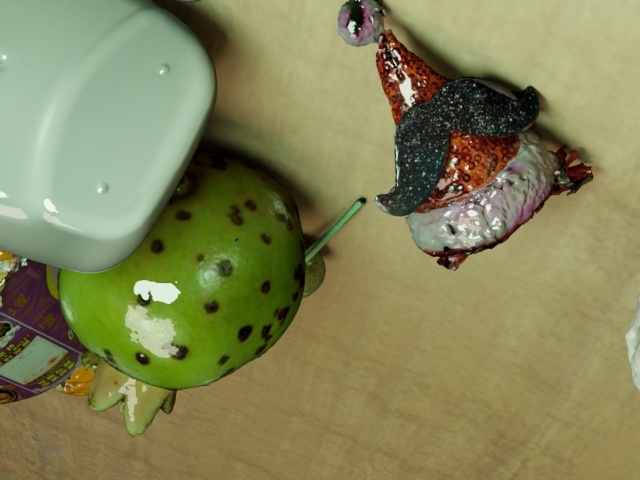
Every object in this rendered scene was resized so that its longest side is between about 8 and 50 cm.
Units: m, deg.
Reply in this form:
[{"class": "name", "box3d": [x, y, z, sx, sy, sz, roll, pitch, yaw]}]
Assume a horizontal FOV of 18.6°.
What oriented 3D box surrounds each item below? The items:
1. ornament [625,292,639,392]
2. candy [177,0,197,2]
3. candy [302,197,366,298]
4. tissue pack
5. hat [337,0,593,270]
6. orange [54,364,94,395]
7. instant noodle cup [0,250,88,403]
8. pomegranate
[{"class": "ornament", "box3d": [0.346, 0.067, 1.308, 0.259, 0.259, 0.225, 30, 139, -15]}, {"class": "candy", "box3d": [-0.159, -0.245, 1.393, 0.094, 0.051, 0.226, 15, 158, 51]}, {"class": "candy", "box3d": [0.000, 0.000, 1.814, 0.061, 0.061, 0.202, 28, 151, -9]}, {"class": "tissue pack", "box3d": [-0.261, -0.122, 1.534, 0.333, 0.229, 0.236, 28, 167, -10]}, {"class": "hat", "box3d": [0.091, -0.093, 1.437, 0.140, 0.129, 0.227, -29, 116, 13]}, {"class": "orange", "box3d": [-0.268, 0.093, 2.169, 0.178, 0.155, 0.177, 34, 163, 12]}, {"class": "instant noodle cup", "box3d": [-0.356, 0.010, 1.857, 0.340, 0.339, 0.266, 14, 165, 24]}, {"class": "pomegranate", "box3d": [-0.125, 0.035, 1.764, 0.231, 0.231, 0.286, 24, 155, 2]}]
